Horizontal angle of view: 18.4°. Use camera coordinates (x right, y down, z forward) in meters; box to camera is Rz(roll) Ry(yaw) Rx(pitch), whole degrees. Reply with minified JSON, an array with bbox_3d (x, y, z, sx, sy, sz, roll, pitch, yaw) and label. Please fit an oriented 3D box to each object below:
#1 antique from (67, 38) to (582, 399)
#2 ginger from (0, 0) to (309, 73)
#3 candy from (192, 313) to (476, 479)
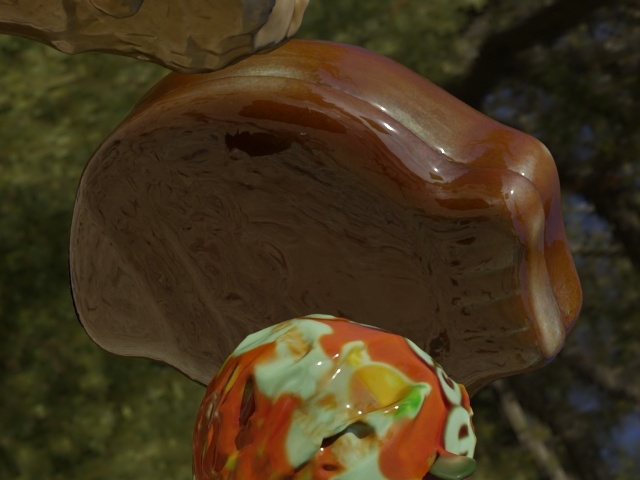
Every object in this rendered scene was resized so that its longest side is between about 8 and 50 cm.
[{"bbox_3d":[0.000,0.000,1.040,0.278,0.129,0.223,-5,-61,27],"label":"antique"},{"bbox_3d":[-0.166,-0.151,0.751,0.126,0.354,0.190,-63,-151,25],"label":"ginger"},{"bbox_3d":[-0.050,0.072,0.364,0.055,0.184,0.049,49,-19,31],"label":"candy"}]
